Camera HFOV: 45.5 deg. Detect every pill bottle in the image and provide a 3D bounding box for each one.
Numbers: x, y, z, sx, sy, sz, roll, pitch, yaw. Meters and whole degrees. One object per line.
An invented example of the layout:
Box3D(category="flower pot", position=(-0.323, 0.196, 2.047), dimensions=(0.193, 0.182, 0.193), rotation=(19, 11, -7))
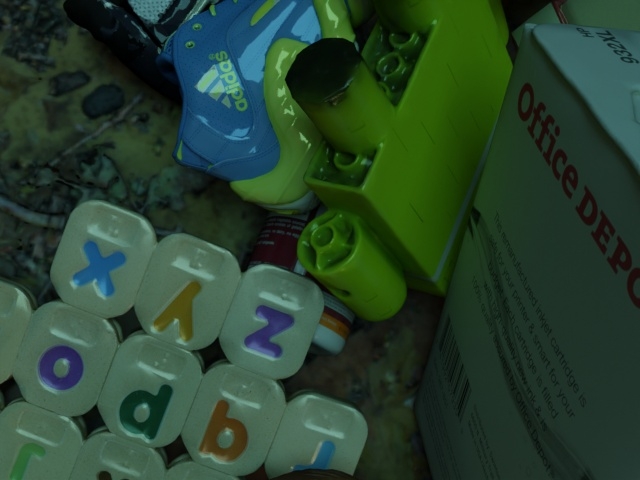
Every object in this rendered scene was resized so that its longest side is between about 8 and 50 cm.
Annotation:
Box3D(category="pill bottle", position=(0.000, 0.000, 0.554), dimensions=(0.086, 0.086, 0.152), rotation=(22, 75, -2))

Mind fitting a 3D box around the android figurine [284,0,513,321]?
Box3D(category="android figurine", position=(0.071, -0.066, 0.504), dimensions=(0.056, 0.273, 0.248), rotation=(14, 74, 32))

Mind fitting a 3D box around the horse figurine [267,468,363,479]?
Box3D(category="horse figurine", position=(-0.041, 0.233, 0.469), dimensions=(0.175, 0.066, 0.263), rotation=(31, 98, -8))

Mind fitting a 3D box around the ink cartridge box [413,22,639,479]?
Box3D(category="ink cartridge box", position=(0.159, 0.073, 0.411), dimensions=(0.129, 0.307, 0.223), rotation=(1, 38, -9))

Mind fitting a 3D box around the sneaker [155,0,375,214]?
Box3D(category="sneaker", position=(-0.033, -0.142, 0.487), dimensions=(0.126, 0.091, 0.240), rotation=(13, 82, -11))

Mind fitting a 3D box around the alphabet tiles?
Box3D(category="alphabet tiles", position=(-0.122, 0.127, 0.498), dimensions=(0.284, 0.021, 0.277), rotation=(20, 96, -3))

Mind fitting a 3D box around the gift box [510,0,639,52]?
Box3D(category="gift box", position=(0.326, -0.094, 0.539), dimensions=(0.277, 0.258, 0.255), rotation=(-9, 77, -35))

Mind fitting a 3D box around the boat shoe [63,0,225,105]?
Box3D(category="boat shoe", position=(-0.020, -0.231, 0.601), dimensions=(0.340, 0.127, 0.158), rotation=(-45, 97, -11))
